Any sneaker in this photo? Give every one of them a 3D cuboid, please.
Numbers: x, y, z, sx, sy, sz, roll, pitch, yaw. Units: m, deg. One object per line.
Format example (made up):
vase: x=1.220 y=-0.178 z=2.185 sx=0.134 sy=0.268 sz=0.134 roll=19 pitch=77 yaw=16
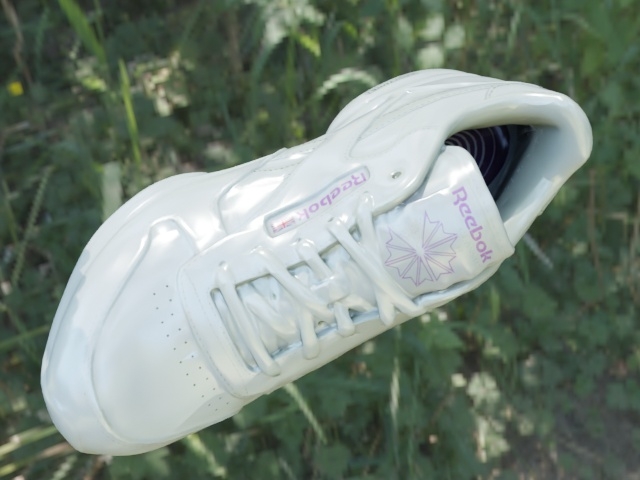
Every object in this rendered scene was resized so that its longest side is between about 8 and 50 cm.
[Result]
sneaker: x=0.000 y=0.000 z=0.760 sx=0.305 sy=0.114 sz=0.152 roll=-35 pitch=18 yaw=-20
